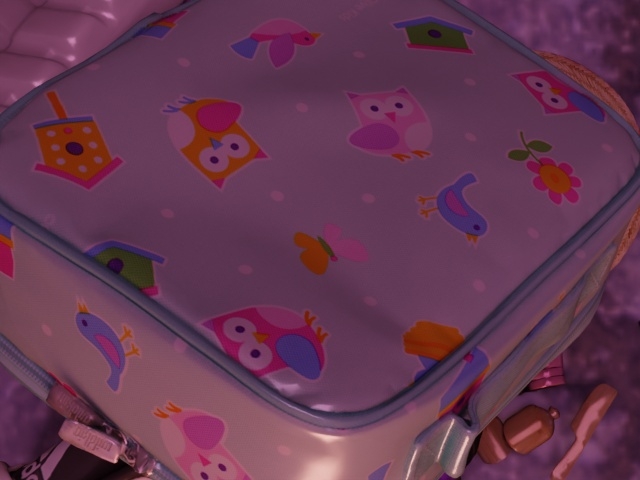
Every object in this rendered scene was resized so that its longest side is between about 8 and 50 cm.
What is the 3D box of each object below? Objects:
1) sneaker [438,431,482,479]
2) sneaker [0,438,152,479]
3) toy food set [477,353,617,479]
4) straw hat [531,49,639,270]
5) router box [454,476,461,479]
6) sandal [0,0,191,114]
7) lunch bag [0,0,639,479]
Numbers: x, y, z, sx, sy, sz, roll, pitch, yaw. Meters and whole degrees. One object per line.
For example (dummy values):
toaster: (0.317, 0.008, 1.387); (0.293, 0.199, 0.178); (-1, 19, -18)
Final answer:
sneaker: (-0.039, 0.020, 0.833); (0.293, 0.102, 0.146); (38, 61, 14)
sneaker: (-0.185, 0.148, 0.754); (0.448, 0.169, 0.257); (23, 101, -8)
toy food set: (0.084, 0.068, 0.865); (0.122, 0.019, 0.078); (32, 85, 9)
straw hat: (0.099, -0.034, 0.851); (0.145, 0.061, 0.144); (0, 85, -1)
router box: (0.018, 0.163, 0.844); (0.122, 0.038, 0.092); (-14, 86, -2)
sandal: (-0.081, -0.145, 0.832); (0.169, 0.102, 0.416); (31, 68, 37)
lunch bag: (0.000, 0.000, 0.713); (0.224, 0.108, 0.279); (36, 46, 16)
